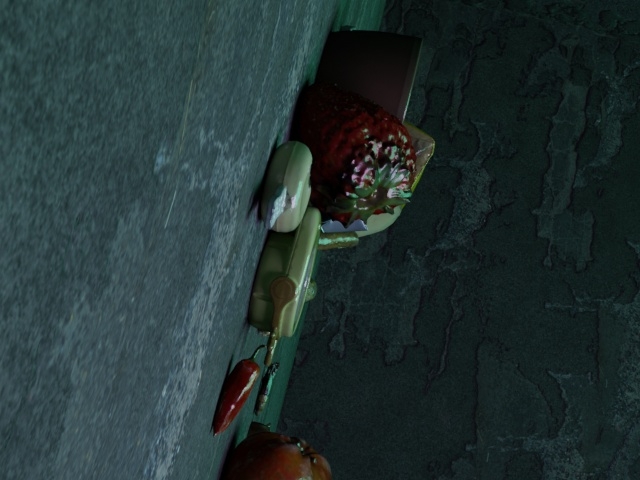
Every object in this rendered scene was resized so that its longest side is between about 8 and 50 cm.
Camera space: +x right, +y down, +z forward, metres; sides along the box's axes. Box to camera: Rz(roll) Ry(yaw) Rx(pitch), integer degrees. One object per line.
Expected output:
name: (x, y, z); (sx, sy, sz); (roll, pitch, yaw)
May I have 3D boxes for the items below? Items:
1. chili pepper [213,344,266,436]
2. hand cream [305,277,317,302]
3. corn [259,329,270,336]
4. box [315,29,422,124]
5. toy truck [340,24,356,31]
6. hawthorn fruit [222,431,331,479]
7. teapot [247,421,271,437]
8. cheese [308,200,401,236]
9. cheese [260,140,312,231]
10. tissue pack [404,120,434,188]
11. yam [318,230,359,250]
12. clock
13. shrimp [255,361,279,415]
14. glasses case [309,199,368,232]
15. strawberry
chili pepper: (-0.153, 0.272, 1.561); (0.191, 0.050, 0.059); (-62, 175, -21)
hand cream: (-0.066, 0.147, 2.403); (0.203, 0.084, 0.084); (-20, 124, -80)
corn: (-0.081, 0.129, 1.915); (0.087, 0.087, 0.211); (-57, 160, -81)
box: (0.101, -0.337, 1.964); (0.301, 0.216, 0.301); (13, 90, -85)
toy truck: (0.062, -0.503, 2.160); (0.044, 0.039, 0.083); (-30, 137, -67)
hawthorn fruit: (-0.099, 0.573, 1.949); (0.284, 0.284, 0.284); (14, 90, -87)
teapot: (-0.167, 0.550, 2.352); (0.121, 0.068, 0.076); (-73, 176, -49)
cheese: (0.075, -0.093, 2.156); (0.251, 0.248, 0.174); (-54, -132, 18)
cheese: (-0.066, -0.062, 1.451); (0.249, 0.070, 0.163); (-73, 175, -51)
tissue pack: (0.153, -0.235, 2.489); (0.228, 0.293, 0.382); (-59, 175, -5)
yam: (0.000, 0.000, 2.000); (0.241, 0.057, 0.057); (-3, 110, -49)
clock: (-0.077, 0.091, 1.713); (0.235, 0.096, 0.308); (100, 5, -65)
shrimp: (-0.155, 0.408, 2.373); (0.091, 0.034, 0.161); (-138, -112, -80)
glasses case: (0.026, -0.105, 1.887); (0.266, 0.105, 0.056); (-112, -157, -59)
strawberry: (0.059, -0.191, 1.704); (0.250, 0.238, 0.288); (113, -39, -49)
